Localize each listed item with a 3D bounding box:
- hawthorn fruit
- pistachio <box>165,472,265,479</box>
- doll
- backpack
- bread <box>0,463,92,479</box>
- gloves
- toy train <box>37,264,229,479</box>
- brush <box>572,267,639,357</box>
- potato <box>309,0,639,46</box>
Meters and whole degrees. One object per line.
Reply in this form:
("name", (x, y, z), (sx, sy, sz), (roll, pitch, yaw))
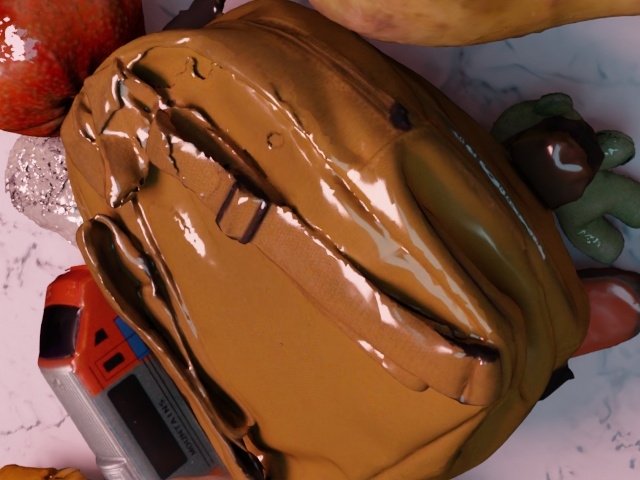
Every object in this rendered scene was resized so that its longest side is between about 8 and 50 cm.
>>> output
("hawthorn fruit", (-0.217, -0.176, 1.014), (0.157, 0.157, 0.194), (-30, 84, 25))
("pistachio", (-0.016, 0.267, 1.089), (0.299, 0.187, 0.187), (16, 122, -31))
("doll", (0.179, -0.045, 1.000), (0.115, 0.077, 0.150), (-38, 115, 24))
("backpack", (-0.002, 0.002, 0.948), (0.353, 0.201, 0.378), (-32, 97, 44))
("bread", (-0.268, 0.377, 1.163), (0.204, 0.358, 0.337), (39, 145, -25))
("gloves", (-0.176, -0.040, 1.096), (0.153, 0.070, 0.114), (33, 117, 0))
("toy train", (-0.125, 0.210, 1.167), (0.086, 0.089, 0.409), (-8, 117, 55))
("brush", (0.168, 0.062, 1.060), (0.323, 0.051, 0.070), (-12, 102, 23))
("potato", (0.084, -0.263, 0.844), (0.237, 0.289, 0.301), (-4, 130, 35))
